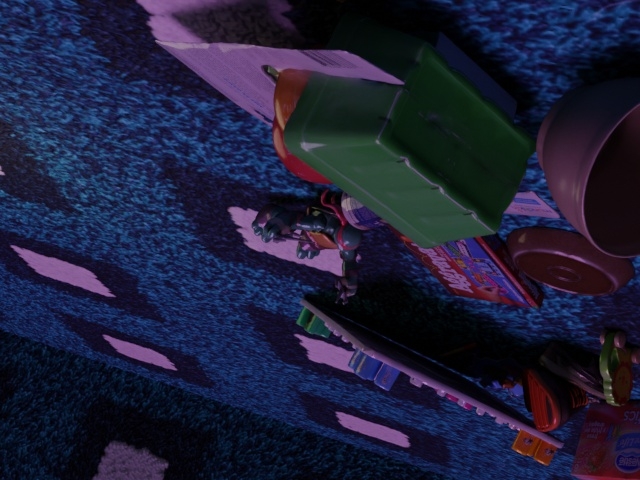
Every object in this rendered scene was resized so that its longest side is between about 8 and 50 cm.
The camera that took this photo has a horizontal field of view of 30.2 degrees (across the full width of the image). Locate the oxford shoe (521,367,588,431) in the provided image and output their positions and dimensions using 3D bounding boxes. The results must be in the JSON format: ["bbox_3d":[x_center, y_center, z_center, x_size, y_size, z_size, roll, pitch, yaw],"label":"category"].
[{"bbox_3d":[0.384,0.244,1.912,0.098,0.097,0.271,-7,-176,4],"label":"oxford shoe"}]

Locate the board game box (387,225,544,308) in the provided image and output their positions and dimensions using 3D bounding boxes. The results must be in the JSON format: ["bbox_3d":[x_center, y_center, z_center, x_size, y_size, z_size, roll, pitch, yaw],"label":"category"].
[{"bbox_3d":[0.192,0.018,1.620,0.145,0.027,0.281,9,159,35],"label":"board game box"}]

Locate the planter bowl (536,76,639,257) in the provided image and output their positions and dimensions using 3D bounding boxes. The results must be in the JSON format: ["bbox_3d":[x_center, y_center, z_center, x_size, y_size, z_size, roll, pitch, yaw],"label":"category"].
[{"bbox_3d":[0.266,-0.080,1.079,0.162,0.162,0.109,37,-178,-41],"label":"planter bowl"}]

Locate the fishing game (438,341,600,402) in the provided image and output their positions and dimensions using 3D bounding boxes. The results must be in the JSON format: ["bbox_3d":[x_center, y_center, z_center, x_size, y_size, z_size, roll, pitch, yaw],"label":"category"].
[{"bbox_3d":[0.347,0.254,2.121,0.264,0.041,0.189,26,159,-15],"label":"fishing game"}]

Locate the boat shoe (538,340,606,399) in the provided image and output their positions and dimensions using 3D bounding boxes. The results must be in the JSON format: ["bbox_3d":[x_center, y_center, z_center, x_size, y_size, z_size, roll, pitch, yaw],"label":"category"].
[{"bbox_3d":[0.422,0.208,1.879,0.152,0.049,0.056,25,-166,-10],"label":"boat shoe"}]

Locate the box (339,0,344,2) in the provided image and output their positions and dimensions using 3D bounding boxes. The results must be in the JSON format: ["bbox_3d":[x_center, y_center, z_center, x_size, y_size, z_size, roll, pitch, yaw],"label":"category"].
[{"bbox_3d":[0.004,-0.258,1.017,0.081,0.028,0.136,23,160,-8],"label":"box"}]

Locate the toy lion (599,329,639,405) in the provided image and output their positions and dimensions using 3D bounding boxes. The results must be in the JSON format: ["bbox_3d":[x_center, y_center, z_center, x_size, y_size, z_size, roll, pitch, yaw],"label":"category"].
[{"bbox_3d":[0.436,0.192,1.746,0.034,0.096,0.100,4,155,41],"label":"toy lion"}]

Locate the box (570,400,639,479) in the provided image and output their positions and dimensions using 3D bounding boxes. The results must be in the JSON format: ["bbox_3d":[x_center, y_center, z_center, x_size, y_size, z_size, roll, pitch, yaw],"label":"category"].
[{"bbox_3d":[0.588,0.363,2.004,0.154,0.142,0.300,27,161,-23],"label":"box"}]

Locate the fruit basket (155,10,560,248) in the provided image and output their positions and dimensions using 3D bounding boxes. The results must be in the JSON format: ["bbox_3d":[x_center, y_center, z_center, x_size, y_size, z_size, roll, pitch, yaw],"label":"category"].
[{"bbox_3d":[0.036,-0.127,1.233,0.327,0.165,0.353,34,173,-35],"label":"fruit basket"}]

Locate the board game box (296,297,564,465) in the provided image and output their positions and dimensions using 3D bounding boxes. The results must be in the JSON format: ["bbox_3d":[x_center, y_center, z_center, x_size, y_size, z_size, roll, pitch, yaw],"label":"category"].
[{"bbox_3d":[0.170,0.235,2.028,0.390,0.050,0.390,27,-179,-18],"label":"board game box"}]

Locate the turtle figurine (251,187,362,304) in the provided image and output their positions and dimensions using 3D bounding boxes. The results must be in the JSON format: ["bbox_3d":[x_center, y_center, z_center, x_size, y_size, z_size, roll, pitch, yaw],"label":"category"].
[{"bbox_3d":[0.000,0.000,1.632,0.175,0.118,0.234,45,169,-22],"label":"turtle figurine"}]

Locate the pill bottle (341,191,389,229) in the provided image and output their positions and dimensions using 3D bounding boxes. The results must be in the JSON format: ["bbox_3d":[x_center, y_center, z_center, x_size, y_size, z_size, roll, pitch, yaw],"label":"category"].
[{"bbox_3d":[0.081,-0.053,1.465,0.067,0.067,0.120,28,161,-22],"label":"pill bottle"}]

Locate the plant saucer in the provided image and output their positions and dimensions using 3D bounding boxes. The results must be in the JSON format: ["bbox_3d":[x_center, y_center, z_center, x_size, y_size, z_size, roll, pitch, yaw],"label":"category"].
[{"bbox_3d":[0.317,0.033,1.524,0.168,0.029,0.168,17,162,6],"label":"plant saucer"}]
